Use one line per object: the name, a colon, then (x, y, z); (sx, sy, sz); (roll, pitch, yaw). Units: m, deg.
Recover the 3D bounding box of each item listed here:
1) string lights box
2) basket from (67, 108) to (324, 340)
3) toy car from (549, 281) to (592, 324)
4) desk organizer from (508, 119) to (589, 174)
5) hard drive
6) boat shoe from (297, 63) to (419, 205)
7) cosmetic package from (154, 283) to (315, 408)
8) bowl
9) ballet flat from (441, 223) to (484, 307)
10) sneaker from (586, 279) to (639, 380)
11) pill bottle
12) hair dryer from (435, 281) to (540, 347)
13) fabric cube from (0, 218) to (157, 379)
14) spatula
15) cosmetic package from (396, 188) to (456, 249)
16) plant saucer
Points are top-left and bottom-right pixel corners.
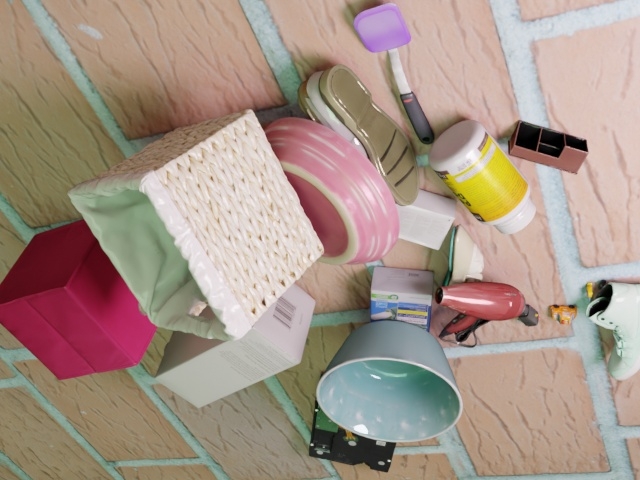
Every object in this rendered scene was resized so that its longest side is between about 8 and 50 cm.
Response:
string lights box: (0.182, 0.178, 1.722); (0.134, 0.076, 0.259); (5, 134, 8)
basket: (-0.220, -0.027, 1.389); (0.328, 0.266, 0.331); (-1, 122, 52)
toy car: (0.532, 0.138, 1.618); (0.060, 0.040, 0.122); (13, 135, 2)
desk organizer: (0.406, -0.166, 1.357); (0.130, 0.047, 0.050); (16, 132, -1)
hard drive: (0.096, 0.499, 2.061); (0.237, 0.064, 0.338); (10, 135, 5)
boat shoe: (0.073, -0.185, 1.391); (0.103, 0.113, 0.302); (-7, 127, 47)
cosmetic package: (-0.205, 0.234, 1.793); (0.155, 0.196, 0.366); (40, 131, -24)
bowl: (0.157, 0.291, 1.667); (0.312, 0.163, 0.311); (7, 135, 7)
ballet flat: (0.299, 0.057, 1.575); (0.086, 0.086, 0.248); (8, 143, 7)
sneaker: (0.618, 0.185, 1.603); (0.151, 0.094, 0.255); (9, 125, -2)
pill bottle: (0.301, -0.109, 1.387); (0.117, 0.117, 0.215); (-28, 121, 34)
hair dryer: (0.327, 0.164, 1.602); (0.224, 0.080, 0.293); (-26, 141, 20)
fabric cube: (-0.537, 0.128, 1.738); (0.259, 0.254, 0.258); (-14, 126, 26)
spatula: (0.142, -0.280, 1.326); (0.084, 0.030, 0.296); (-10, 130, 24)
cosmetic package: (0.140, -0.066, 1.510); (0.239, 0.060, 0.098); (17, 139, -2)
plant saucer: (-0.009, -0.073, 1.431); (0.332, 0.084, 0.332); (30, 148, 21)
